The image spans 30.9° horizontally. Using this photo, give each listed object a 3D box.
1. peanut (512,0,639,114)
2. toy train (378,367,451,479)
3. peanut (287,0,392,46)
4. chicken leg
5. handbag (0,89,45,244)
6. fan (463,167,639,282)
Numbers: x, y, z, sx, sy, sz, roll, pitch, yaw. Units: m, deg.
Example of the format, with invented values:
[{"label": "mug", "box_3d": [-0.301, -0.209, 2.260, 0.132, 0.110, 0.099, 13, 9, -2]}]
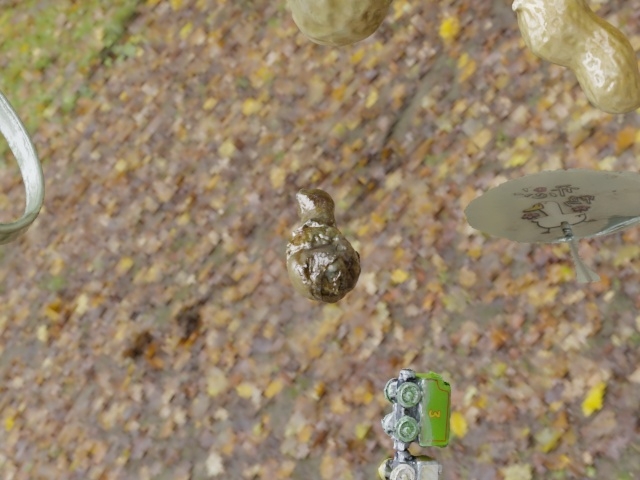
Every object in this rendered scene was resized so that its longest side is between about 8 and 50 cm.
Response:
[{"label": "peanut", "box_3d": [0.388, -0.295, 1.735, 0.117, 0.263, 0.101, -46, -1, 7]}, {"label": "toy train", "box_3d": [0.118, 0.259, 1.433, 0.060, 0.081, 0.202, -168, 80, -73]}, {"label": "peanut", "box_3d": [0.014, -0.356, 1.186, 0.152, 0.152, 0.313, 13, 107, 53]}, {"label": "chicken leg", "box_3d": [0.000, 0.003, 1.294, 0.085, 0.069, 0.198, 0, 34, -6]}, {"label": "handbag", "box_3d": [-0.247, -0.087, 0.552, 0.079, 0.219, 0.256, -47, 72, 28]}, {"label": "fan", "box_3d": [0.311, -0.012, 1.459, 0.233, 0.414, 0.012, -5, 69, 16]}]
